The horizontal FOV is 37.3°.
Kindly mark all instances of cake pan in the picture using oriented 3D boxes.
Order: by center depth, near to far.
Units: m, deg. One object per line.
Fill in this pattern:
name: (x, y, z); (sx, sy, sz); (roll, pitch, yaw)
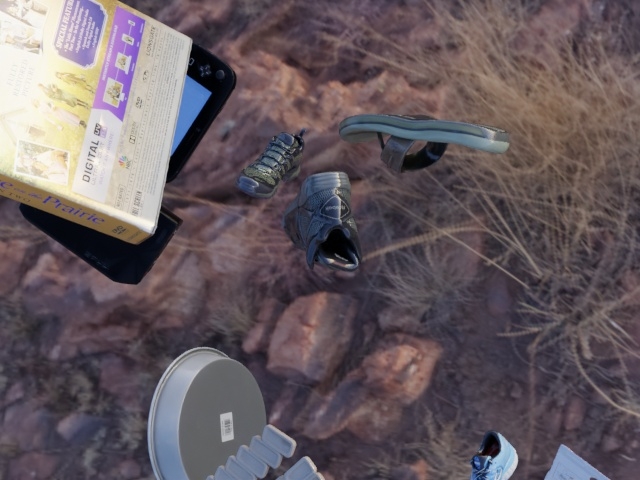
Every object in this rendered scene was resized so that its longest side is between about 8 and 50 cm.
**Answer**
cake pan: (-0.192, 0.339, 1.712); (0.054, 0.293, 0.293); (-6, 72, 32)

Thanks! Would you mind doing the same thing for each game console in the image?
game console: (-0.264, -0.127, 1.378); (0.213, 0.044, 0.361); (35, 100, 0)

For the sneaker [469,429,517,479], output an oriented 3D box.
sneaker: (0.229, 0.340, 1.357); (0.063, 0.073, 0.162); (-6, 38, 33)

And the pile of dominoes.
pile of dominoes: (-0.075, 0.409, 1.476); (0.251, 0.040, 0.196); (-46, 71, 29)

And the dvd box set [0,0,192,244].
dvd box set: (-0.369, -0.203, 1.137); (0.062, 0.420, 0.307); (-28, 49, 47)

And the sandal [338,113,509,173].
sandal: (0.133, -0.135, 1.355); (0.303, 0.120, 0.086); (16, 106, 50)

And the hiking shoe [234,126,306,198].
hiking shoe: (-0.098, -0.162, 1.886); (0.086, 0.227, 0.114); (25, 119, 11)

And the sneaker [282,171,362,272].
sneaker: (0.000, 0.000, 1.368); (0.087, 0.227, 0.130); (-3, 72, -14)

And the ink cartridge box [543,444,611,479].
ink cartridge box: (0.409, 0.395, 1.362); (0.189, 0.232, 0.066); (36, 51, 26)
